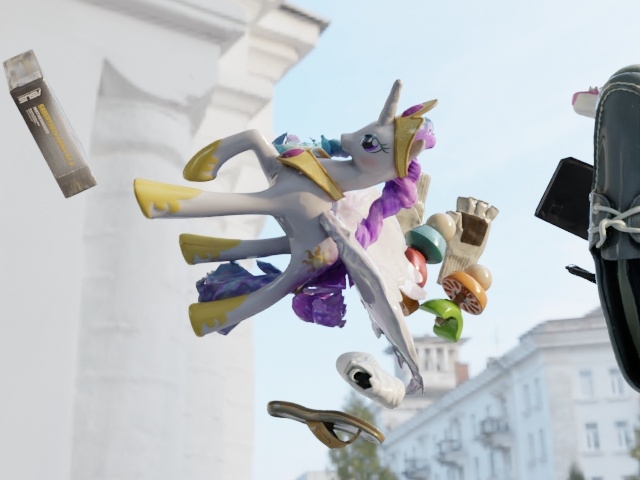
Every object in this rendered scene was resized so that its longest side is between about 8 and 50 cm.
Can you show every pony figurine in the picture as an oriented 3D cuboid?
[{"bbox_3d":[0.000,0.000,1.161,0.363,0.303,0.351,-15,-63,7],"label":"pony figurine"}]

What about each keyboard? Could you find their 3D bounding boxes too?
[{"bbox_3d":[0.519,0.004,1.605,0.317,0.201,0.033,26,10,7],"label":"keyboard"}]

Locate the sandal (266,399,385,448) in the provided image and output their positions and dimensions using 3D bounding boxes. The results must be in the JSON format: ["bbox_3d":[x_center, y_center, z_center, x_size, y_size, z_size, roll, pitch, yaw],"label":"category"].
[{"bbox_3d":[0.004,0.263,1.303,0.180,0.049,0.072,9,-22,20],"label":"sandal"}]

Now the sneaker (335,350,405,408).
[{"bbox_3d":[0.059,0.189,1.336,0.061,0.054,0.152,26,-1,-31],"label":"sneaker"}]

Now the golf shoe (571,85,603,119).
[{"bbox_3d":[0.537,-0.167,1.503,0.306,0.140,0.115,22,18,36],"label":"golf shoe"}]

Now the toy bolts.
[{"bbox_3d":[0.213,0.051,1.835,0.218,0.158,0.228,21,-29,46],"label":"toy bolts"}]

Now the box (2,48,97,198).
[{"bbox_3d":[-0.426,-0.187,1.467,0.056,0.231,0.183,-27,-62,-9],"label":"box"}]

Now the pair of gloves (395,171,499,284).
[{"bbox_3d":[0.234,-0.023,1.921,0.240,0.204,0.042,25,-10,-10],"label":"pair of gloves"}]

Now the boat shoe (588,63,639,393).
[{"bbox_3d":[0.310,-0.004,0.886,0.099,0.319,0.116,-22,15,-39],"label":"boat shoe"}]
